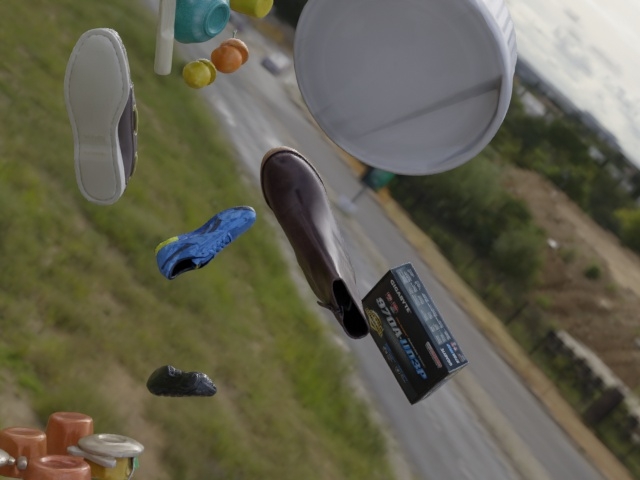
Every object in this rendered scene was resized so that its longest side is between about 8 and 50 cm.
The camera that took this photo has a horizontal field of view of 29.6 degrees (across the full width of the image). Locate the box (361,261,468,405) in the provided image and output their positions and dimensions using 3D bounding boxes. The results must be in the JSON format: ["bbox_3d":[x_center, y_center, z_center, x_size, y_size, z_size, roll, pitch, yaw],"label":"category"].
[{"bbox_3d":[0.166,0.174,2.245,0.051,0.175,0.220,-20,73,-30],"label":"box"}]

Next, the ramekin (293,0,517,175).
[{"bbox_3d":[0.112,-0.224,1.462,0.273,0.273,0.127,42,38,-3],"label":"ramekin"}]

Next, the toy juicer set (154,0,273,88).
[{"bbox_3d":[-0.228,-0.376,2.161,0.089,0.209,0.329,31,21,24],"label":"toy juicer set"}]

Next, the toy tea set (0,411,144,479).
[{"bbox_3d":[-0.339,0.312,1.537,0.200,0.124,0.336,9,4,16],"label":"toy tea set"}]

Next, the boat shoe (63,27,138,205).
[{"bbox_3d":[-0.376,-0.225,2.129,0.116,0.324,0.097,8,28,10],"label":"boat shoe"}]

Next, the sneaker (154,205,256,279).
[{"bbox_3d":[-0.206,0.010,2.264,0.082,0.209,0.069,59,-7,39],"label":"sneaker"}]

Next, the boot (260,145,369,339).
[{"bbox_3d":[0.000,0.000,1.735,0.248,0.090,0.207,67,-4,-32],"label":"boot"}]

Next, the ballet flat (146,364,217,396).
[{"bbox_3d":[-0.239,0.245,2.037,0.049,0.057,0.173,40,-23,-31],"label":"ballet flat"}]
